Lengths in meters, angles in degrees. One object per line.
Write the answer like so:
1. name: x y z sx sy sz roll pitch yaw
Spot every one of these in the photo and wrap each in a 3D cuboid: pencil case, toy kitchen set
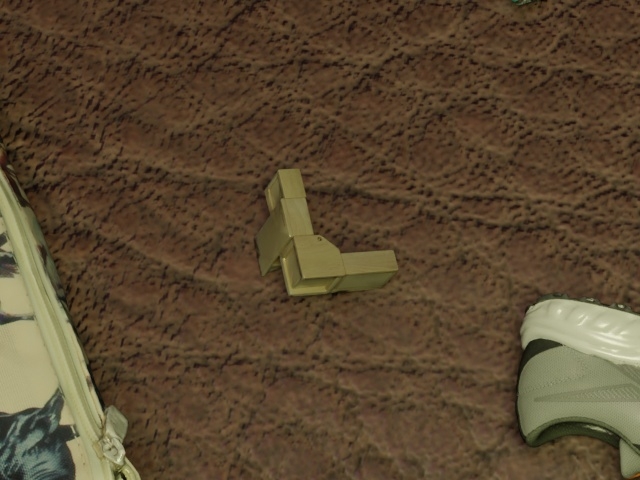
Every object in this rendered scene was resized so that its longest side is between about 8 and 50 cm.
1. pencil case: -0.242 0.048 1.247 0.183 0.160 0.410 -29 68 15
2. toy kitchen set: 0.000 0.000 1.299 0.075 0.068 0.083 -4 67 -23

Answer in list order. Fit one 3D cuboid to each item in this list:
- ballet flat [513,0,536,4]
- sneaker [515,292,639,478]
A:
1. ballet flat: 0.144 -0.225 1.362 0.041 0.041 0.114 -19 69 1
2. sneaker: 0.257 0.114 1.190 0.271 0.100 0.108 10 73 18
